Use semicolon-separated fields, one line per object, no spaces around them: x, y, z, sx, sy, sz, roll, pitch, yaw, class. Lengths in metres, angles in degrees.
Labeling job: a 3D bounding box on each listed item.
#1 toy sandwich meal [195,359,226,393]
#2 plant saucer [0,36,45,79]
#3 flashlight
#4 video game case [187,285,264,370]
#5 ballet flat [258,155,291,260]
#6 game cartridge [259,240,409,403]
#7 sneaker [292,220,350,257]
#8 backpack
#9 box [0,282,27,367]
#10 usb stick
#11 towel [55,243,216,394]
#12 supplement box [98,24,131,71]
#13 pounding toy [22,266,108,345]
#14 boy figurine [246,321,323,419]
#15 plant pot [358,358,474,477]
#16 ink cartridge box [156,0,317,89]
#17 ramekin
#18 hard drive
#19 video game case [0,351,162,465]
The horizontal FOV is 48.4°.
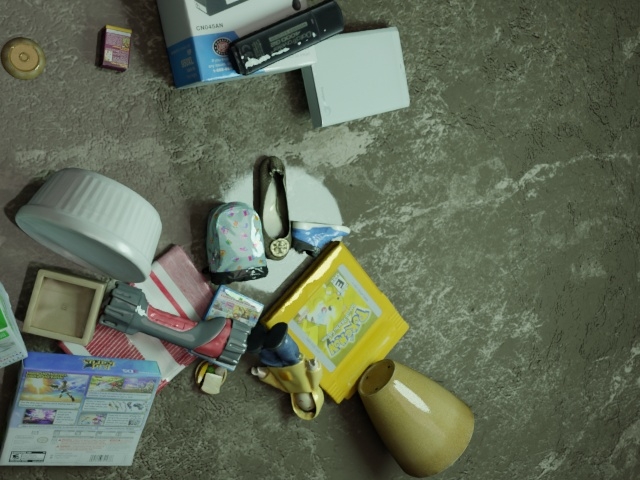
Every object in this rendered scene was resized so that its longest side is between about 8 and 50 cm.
-0.251;0.313;1.642;0.086;0.029;0.085;-3;96;-29;toy sandwich meal
-0.587;-0.361;1.409;0.083;0.015;0.083;-2;95;-29;plant saucer
-0.304;0.173;1.517;0.304;0.103;0.103;25;119;-17;flashlight
-0.214;0.199;1.617;0.119;0.015;0.166;29;81;-25;video game case
-0.105;-0.074;1.673;0.084;0.058;0.249;-4;96;-28;ballet flat
0.046;0.210;1.784;0.285;0.053;0.323;-47;113;-17;game cartridge
-0.001;0.000;1.736;0.152;0.058;0.084;4;92;-30;sneaker
-0.188;0.002;1.603;0.152;0.115;0.182;-9;96;-25;backpack
-0.630;0.089;1.248;0.127;0.231;0.262;-23;77;-22;box
-0.067;-0.426;1.486;0.278;0.045;0.077;-31;118;-24;usb stick
-0.371;0.198;1.564;0.329;0.037;0.237;-41;111;-19;towel
-0.426;-0.398;1.478;0.055;0.043;0.083;6;91;-29;supplement box
-0.557;0.147;1.431;0.206;0.094;0.181;15;88;-10;pounding toy
-0.076;0.313;1.675;0.092;0.177;0.285;-73;147;-47;boy figurine
0.218;0.422;1.798;0.237;0.237;0.254;-48;110;-17;plant pot
-0.196;-0.547;1.519;0.285;0.166;0.394;-17;103;-27;ink cartridge box
-0.437;-0.032;1.387;0.273;0.273;0.127;33;66;-27;ramekin
0.088;-0.400;1.726;0.308;0.040;0.203;-21;105;-39;hard drive
-0.489;0.347;1.447;0.270;0.061;0.244;11;114;-30;video game case
